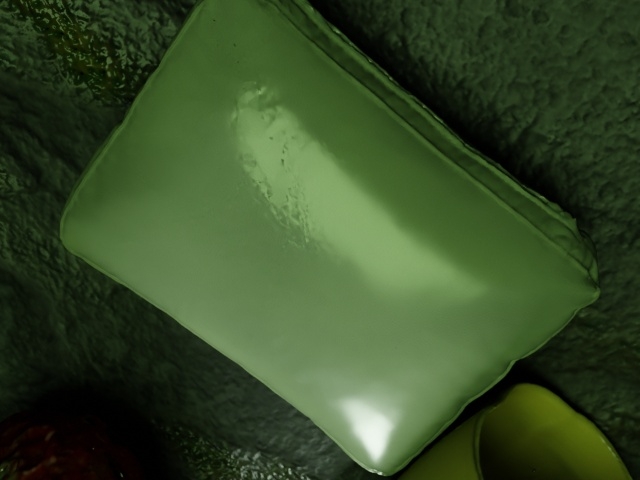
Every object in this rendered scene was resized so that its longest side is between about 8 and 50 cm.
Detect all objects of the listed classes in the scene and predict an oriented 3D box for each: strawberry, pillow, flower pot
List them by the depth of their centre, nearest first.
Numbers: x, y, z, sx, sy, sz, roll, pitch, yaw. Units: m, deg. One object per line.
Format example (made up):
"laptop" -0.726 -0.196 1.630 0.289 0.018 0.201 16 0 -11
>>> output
"pillow" 0.000 0.000 0.631 0.322 0.120 0.255 38 117 -7
"flower pot" 0.126 0.231 0.684 0.195 0.195 0.179 42 127 -8
"strawberry" -0.231 0.294 0.769 0.274 0.274 0.220 -31 135 24
